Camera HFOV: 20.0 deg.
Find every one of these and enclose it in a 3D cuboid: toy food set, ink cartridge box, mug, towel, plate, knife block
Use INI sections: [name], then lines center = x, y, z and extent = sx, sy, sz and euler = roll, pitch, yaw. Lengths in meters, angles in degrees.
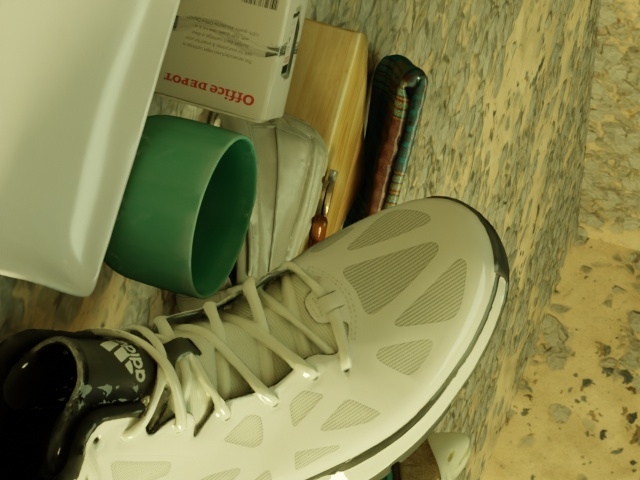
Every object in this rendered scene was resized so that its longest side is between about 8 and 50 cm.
[toy food set]
center = 0.000, 0.000, 1.597
extent = 0.078, 0.019, 0.122
euler = -46, 151, -80
[ink cartridge box]
center = -0.067, -0.169, 1.403
extent = 0.056, 0.099, 0.135
euler = -25, 130, -72
[mug]
center = -0.114, -0.024, 1.381
extent = 0.158, 0.097, 0.129
euler = 71, 37, -66
[towel]
center = 0.054, -0.055, 1.866
extent = 0.370, 0.040, 0.271
euler = -90, -166, -82
[plate]
center = -0.175, -0.111, 1.179
extent = 0.278, 0.045, 0.277
euler = 25, 81, -75
[knife block]
center = -0.039, -0.034, 1.653
extent = 0.275, 0.088, 0.242
euler = 91, 20, -44

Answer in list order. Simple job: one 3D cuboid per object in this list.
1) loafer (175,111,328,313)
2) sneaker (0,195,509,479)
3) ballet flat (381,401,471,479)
[loafer]
center = -0.084, 0.041, 1.560
extent = 0.111, 0.112, 0.319
euler = 13, 87, -30
[sneaker]
center = -0.065, 0.102, 1.276
extent = 0.447, 0.169, 0.257
euler = -38, 155, -1
[ballet flat]
center = 0.095, 0.200, 2.007
extent = 0.116, 0.124, 0.342
euler = 105, -25, -51
